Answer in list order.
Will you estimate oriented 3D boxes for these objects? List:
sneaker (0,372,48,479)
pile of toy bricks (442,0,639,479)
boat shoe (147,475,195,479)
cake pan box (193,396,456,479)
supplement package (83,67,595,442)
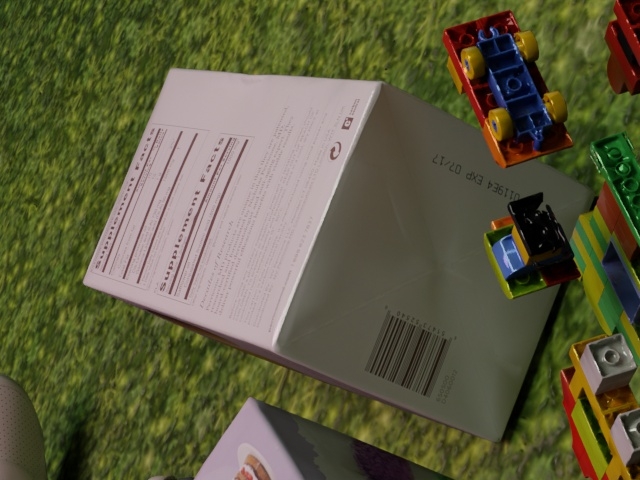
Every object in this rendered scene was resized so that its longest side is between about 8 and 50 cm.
[{"bbox_3d":[-0.191,0.216,1.185,0.169,0.108,0.292,-19,63,52],"label":"sneaker"},{"bbox_3d":[0.126,0.004,0.807,0.105,0.118,0.212,95,157,-65],"label":"pile of toy bricks"},{"bbox_3d":[-0.043,0.239,0.949,0.099,0.116,0.319,-12,37,4],"label":"boat shoe"},{"bbox_3d":[0.096,0.173,0.571,0.070,0.246,0.267,-59,29,14],"label":"cake pan box"},{"bbox_3d":[0.000,0.000,0.972,0.244,0.139,0.134,12,79,62],"label":"supplement package"}]
